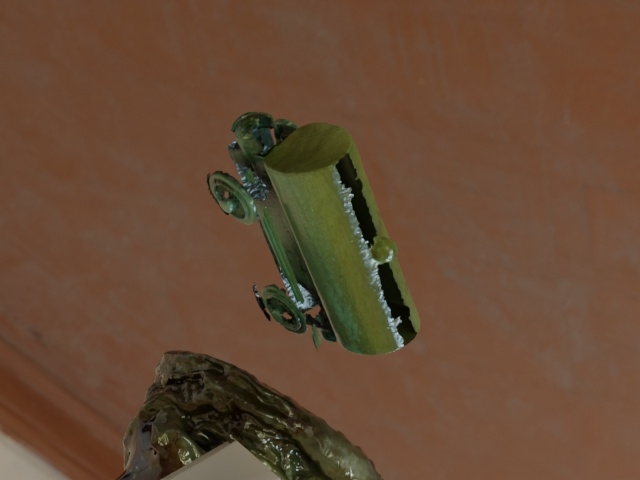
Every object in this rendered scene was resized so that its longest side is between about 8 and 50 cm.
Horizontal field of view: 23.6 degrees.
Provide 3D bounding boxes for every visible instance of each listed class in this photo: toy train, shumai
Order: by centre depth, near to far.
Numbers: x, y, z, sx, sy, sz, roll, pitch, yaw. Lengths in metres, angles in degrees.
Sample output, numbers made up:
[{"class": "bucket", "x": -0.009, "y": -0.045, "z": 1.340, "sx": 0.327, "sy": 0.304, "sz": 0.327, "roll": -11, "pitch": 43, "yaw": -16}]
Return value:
[{"class": "toy train", "x": -0.005, "y": 0.005, "z": 1.621, "sx": 0.189, "sy": 0.126, "sz": 0.307, "roll": 30, "pitch": 149, "yaw": 49}, {"class": "shumai", "x": -0.129, "y": 0.299, "z": 1.706, "sx": 0.292, "sy": 0.288, "sz": 0.330, "roll": 40, "pitch": 161, "yaw": -34}]

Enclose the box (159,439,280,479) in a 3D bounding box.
[{"class": "box", "x": -0.105, "y": 0.220, "z": 1.073, "sx": 0.051, "sy": 0.129, "sz": 0.130, "roll": 37, "pitch": 122, "yaw": 20}]
